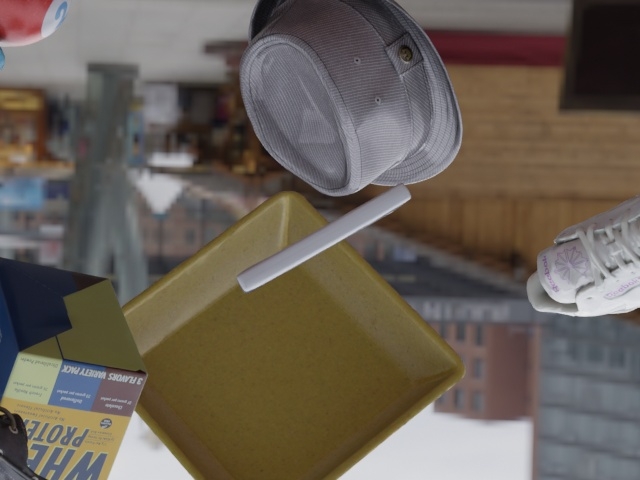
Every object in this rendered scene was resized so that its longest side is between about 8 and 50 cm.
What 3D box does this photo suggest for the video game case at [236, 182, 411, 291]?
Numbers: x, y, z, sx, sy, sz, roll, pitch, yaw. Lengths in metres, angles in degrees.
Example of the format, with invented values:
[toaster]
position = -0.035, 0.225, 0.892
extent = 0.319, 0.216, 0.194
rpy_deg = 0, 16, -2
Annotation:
[video game case]
position = 0.000, 0.000, 1.454
extent = 0.157, 0.019, 0.143
rpy_deg = -30, 179, -3

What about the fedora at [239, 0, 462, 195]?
[fedora]
position = 0.011, -0.145, 1.815
extent = 0.244, 0.275, 0.124
rpy_deg = -4, -150, 39

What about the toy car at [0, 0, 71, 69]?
[toy car]
position = -0.308, -0.300, 1.761
extent = 0.238, 0.219, 0.210
rpy_deg = -1, 138, 51

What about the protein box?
[protein box]
position = -0.291, 0.159, 1.758
extent = 0.136, 0.201, 0.200
rpy_deg = 12, -157, -25

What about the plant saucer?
[plant saucer]
position = -0.056, 0.152, 2.033
extent = 0.333, 0.333, 0.081
rpy_deg = -37, 157, -18

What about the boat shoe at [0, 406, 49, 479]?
[boat shoe]
position = -0.240, 0.161, 1.250
extent = 0.080, 0.076, 0.228
rpy_deg = 10, 150, 49

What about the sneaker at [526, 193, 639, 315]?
[sneaker]
position = 0.297, 0.018, 1.606
extent = 0.152, 0.114, 0.305
rpy_deg = -13, 167, -20
